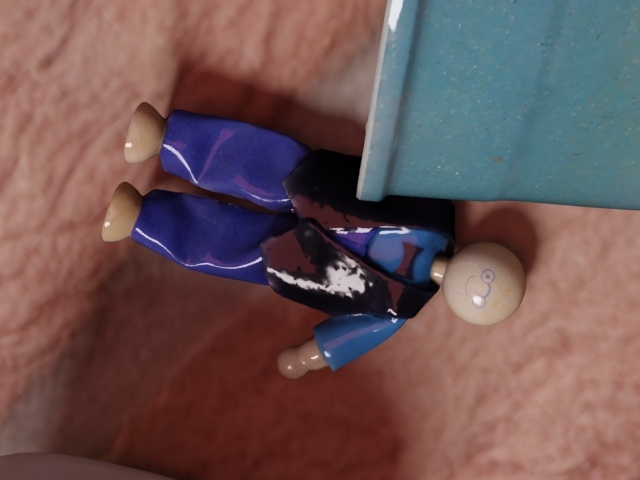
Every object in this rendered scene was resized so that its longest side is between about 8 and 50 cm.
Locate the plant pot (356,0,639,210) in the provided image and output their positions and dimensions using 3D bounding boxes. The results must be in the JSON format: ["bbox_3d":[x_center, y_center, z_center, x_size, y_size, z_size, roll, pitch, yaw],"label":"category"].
[{"bbox_3d":[0.158,-0.127,0.560,0.255,0.271,0.271,10,98,1],"label":"plant pot"}]

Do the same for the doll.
[{"bbox_3d":[0.000,0.000,0.717,0.189,0.046,0.129,16,90,8],"label":"doll"}]

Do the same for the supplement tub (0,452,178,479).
[{"bbox_3d":[-0.124,0.271,0.702,0.194,0.193,0.316,24,101,13],"label":"supplement tub"}]
